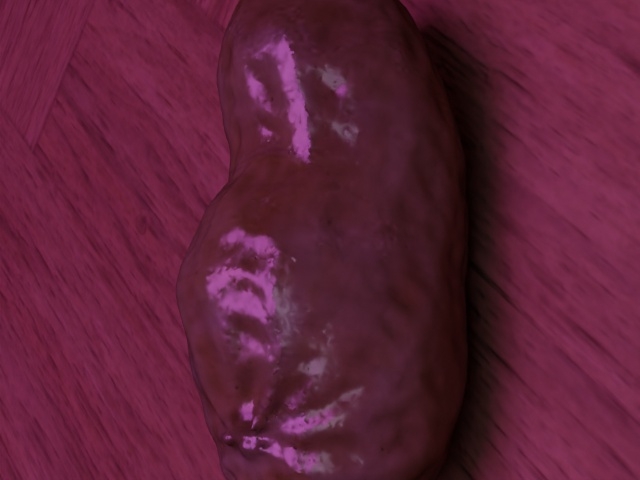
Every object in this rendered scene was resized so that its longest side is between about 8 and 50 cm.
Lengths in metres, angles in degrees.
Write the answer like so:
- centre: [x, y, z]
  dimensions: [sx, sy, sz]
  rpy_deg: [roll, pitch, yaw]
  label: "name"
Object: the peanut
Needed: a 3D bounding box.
- centre: [0.000, 0.000, 0.891]
  dimensions: [0.169, 0.192, 0.387]
  rpy_deg: [-17, 69, 57]
  label: "peanut"
